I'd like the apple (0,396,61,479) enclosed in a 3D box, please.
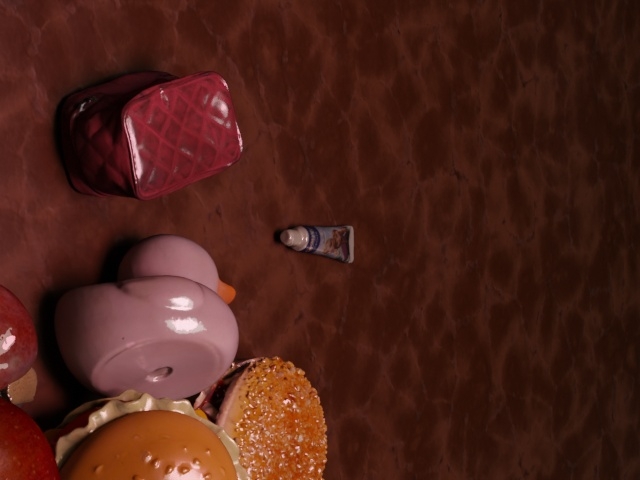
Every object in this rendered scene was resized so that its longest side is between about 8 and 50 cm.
[{"bbox_3d":[-0.404,0.283,1.427,0.317,0.288,0.288,-35,120,-47],"label":"apple"}]

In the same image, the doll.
[{"bbox_3d":[-0.216,0.085,1.814,0.251,0.221,0.221,-1,93,-28],"label":"doll"}]

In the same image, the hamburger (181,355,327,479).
[{"bbox_3d":[-0.098,0.301,1.983,0.302,0.170,0.302,-8,99,-56],"label":"hamburger"}]

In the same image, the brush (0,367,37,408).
[{"bbox_3d":[-0.369,0.275,1.713,0.062,0.027,0.266,1,92,-62],"label":"brush"}]

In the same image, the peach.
[{"bbox_3d":[-0.385,0.102,1.589,0.152,0.152,0.152,-5,96,-56],"label":"peach"}]

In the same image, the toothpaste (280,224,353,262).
[{"bbox_3d":[0.000,0.000,2.232,0.216,0.037,0.062,8,84,-61],"label":"toothpaste"}]

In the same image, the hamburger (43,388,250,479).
[{"bbox_3d":[-0.214,0.311,1.673,0.274,0.212,0.274,0,89,-21],"label":"hamburger"}]

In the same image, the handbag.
[{"bbox_3d":[-0.216,-0.136,1.823,0.225,0.135,0.146,-28,115,-47],"label":"handbag"}]
